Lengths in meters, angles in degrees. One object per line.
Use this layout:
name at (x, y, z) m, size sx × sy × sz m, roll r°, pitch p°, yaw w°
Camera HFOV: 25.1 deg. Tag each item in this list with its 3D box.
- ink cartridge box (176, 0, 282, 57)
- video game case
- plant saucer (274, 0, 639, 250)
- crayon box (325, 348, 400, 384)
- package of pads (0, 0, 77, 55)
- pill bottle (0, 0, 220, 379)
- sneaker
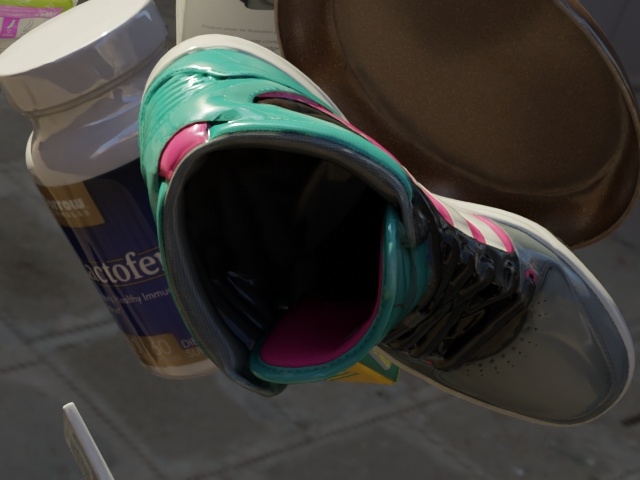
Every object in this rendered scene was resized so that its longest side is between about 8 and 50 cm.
ink cartridge box at (-0.050, -0.303, 1.202) m, size 0.131 × 0.306 × 0.226 m, roll 2°, pitch 52°, yaw -8°
video game case at (-0.304, 0.307, 1.923) m, size 0.019 × 0.143 × 0.157 m, roll -25°, pitch 72°, yaw -19°
plant saucer at (0.106, -0.118, 1.060) m, size 0.311 × 0.310 × 0.050 m, roll 29°, pitch 60°, yaw 19°
crayon box at (0.000, 0.000, 1.903) m, size 0.313 × 0.362 × 0.106 m, roll -2°, pitch -25°, yaw 44°
package of pads at (-0.373, -0.262, 1.245) m, size 0.297 × 0.101 × 0.229 m, roll 1°, pitch 53°, yaw -28°
pill bottle at (-0.123, -0.041, 1.063) m, size 0.153 × 0.264 × 0.153 m, roll -22°, pitch 24°, yaw 10°
sneaker at (0.037, 0.022, 0.671) m, size 0.296 × 0.123 × 0.178 m, roll 33°, pitch 19°, yaw -11°
